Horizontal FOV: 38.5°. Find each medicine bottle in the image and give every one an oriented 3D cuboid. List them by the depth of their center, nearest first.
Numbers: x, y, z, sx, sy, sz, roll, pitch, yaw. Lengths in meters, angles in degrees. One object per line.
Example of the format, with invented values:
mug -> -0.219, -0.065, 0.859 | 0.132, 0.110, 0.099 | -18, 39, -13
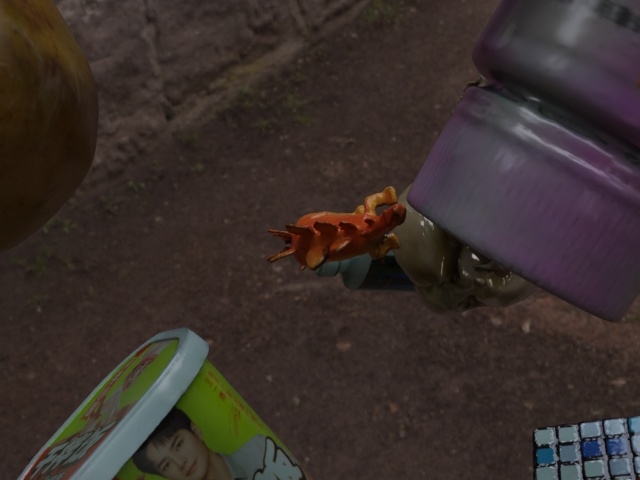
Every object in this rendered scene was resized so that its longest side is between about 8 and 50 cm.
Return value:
medicine bottle -> 0.243, -0.149, 0.695 | 0.388, 0.219, 0.219 | -59, 39, 8
medicine bottle -> 0.100, 0.031, 1.536 | 0.229, 0.121, 0.083 | 4, 47, -19

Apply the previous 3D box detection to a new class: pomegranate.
pomegranate -> -0.328, -0.123, 0.772 | 0.307, 0.307, 0.307 | -11, 35, 8

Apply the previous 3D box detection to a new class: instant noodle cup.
instant noodle cup -> -0.134, 0.293, 0.990 | 0.294, 0.308, 0.294 | -42, 13, 12

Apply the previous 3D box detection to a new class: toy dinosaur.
toy dinosaur -> 0.000, 0.000, 0.989 | 0.117, 0.070, 0.288 | -10, -5, -28

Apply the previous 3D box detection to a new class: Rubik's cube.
Rubik's cube -> 0.420, 0.388, 1.350 | 0.184, 0.182, 0.187 | -11, 40, 20

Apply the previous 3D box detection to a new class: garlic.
garlic -> 0.190, -0.024, 1.008 | 0.185, 0.281, 0.203 | 25, 36, -13
